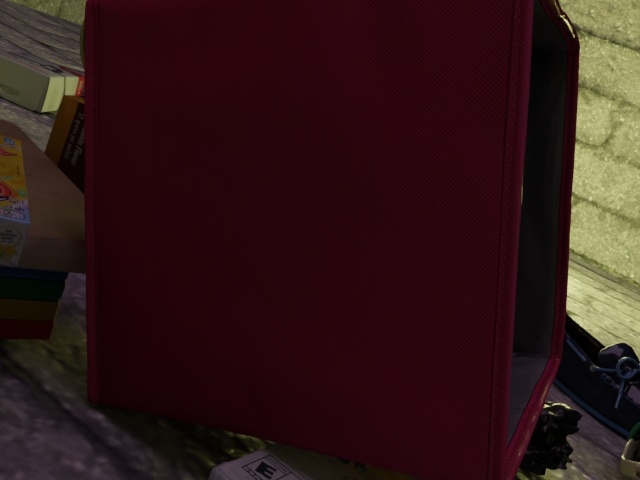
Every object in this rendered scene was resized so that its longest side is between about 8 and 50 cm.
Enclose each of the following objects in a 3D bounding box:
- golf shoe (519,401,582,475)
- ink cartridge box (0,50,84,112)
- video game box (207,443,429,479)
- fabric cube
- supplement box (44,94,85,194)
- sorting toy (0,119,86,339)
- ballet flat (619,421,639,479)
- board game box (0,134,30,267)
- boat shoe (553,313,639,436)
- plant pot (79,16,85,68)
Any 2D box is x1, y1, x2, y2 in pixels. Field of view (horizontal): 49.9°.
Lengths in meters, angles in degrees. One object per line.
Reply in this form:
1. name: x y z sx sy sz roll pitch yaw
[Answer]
1. golf shoe: 0.124 0.148 0.575 0.198 0.077 0.094 21 -1 -33
2. ink cartridge box: -0.475 -0.264 1.142 0.109 0.063 0.150 23 13 -3
3. video game box: 0.061 0.178 0.380 0.205 0.048 0.187 31 17 28
4. fabric cube: 0.027 -0.021 0.471 0.258 0.254 0.259 3 7 25
5. supplement box: -0.159 -0.055 0.725 0.191 0.129 0.194 25 13 4
6. sorting toy: -0.305 -0.027 0.457 0.257 0.089 0.255 9 20 -45
7. ballet flat: 0.308 0.211 0.592 0.087 0.083 0.247 -3 -3 16
8. board game box: -0.223 -0.039 0.385 0.103 0.026 0.154 15 16 -31
9. boat shoe: 0.348 0.161 0.840 0.109 0.089 0.258 10 19 -45
10. plant pot: -0.331 -0.357 1.412 0.274 0.275 0.293 21 -3 -11
